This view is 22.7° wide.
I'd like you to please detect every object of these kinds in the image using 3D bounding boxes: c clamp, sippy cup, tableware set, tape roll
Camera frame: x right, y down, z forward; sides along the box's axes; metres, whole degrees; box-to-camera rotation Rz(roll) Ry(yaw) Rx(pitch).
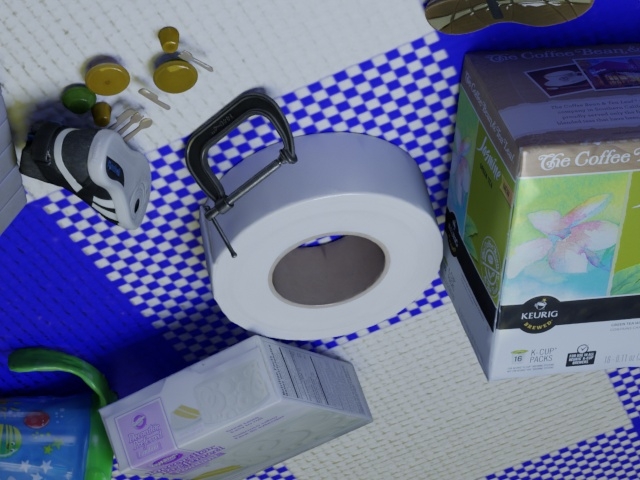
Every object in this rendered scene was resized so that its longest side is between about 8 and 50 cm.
[{"bbox_3d":[-0.084,-0.082,1.779,0.160,0.137,0.022,-42,171,26],"label":"c clamp"},{"bbox_3d":[-0.389,0.301,2.094,0.224,0.305,0.240,8,168,-9],"label":"sippy cup"},{"bbox_3d":[-0.199,-0.171,1.700,0.154,0.024,0.104,-36,134,28],"label":"tableware set"},{"bbox_3d":[0.000,0.000,1.914,0.286,0.100,0.286,-9,143,-6],"label":"tape roll"}]

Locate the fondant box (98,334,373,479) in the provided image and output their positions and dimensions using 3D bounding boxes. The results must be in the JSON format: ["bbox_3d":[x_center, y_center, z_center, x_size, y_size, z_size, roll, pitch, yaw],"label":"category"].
[{"bbox_3d":[-0.103,0.230,2.096,0.238,0.096,0.330,-26,160,16],"label":"fondant box"}]

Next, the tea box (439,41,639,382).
[{"bbox_3d":[0.331,-0.039,1.814,0.329,0.220,0.323,-5,125,-11],"label":"tea box"}]

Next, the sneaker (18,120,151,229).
[{"bbox_3d":[-0.265,-0.080,1.764,0.121,0.079,0.217,13,163,10],"label":"sneaker"}]

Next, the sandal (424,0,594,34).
[{"bbox_3d":[0.199,-0.262,1.689,0.180,0.049,0.072,-7,139,16],"label":"sandal"}]

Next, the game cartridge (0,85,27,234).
[{"bbox_3d":[-0.434,0.006,1.626,0.068,0.355,0.230,25,146,13],"label":"game cartridge"}]
